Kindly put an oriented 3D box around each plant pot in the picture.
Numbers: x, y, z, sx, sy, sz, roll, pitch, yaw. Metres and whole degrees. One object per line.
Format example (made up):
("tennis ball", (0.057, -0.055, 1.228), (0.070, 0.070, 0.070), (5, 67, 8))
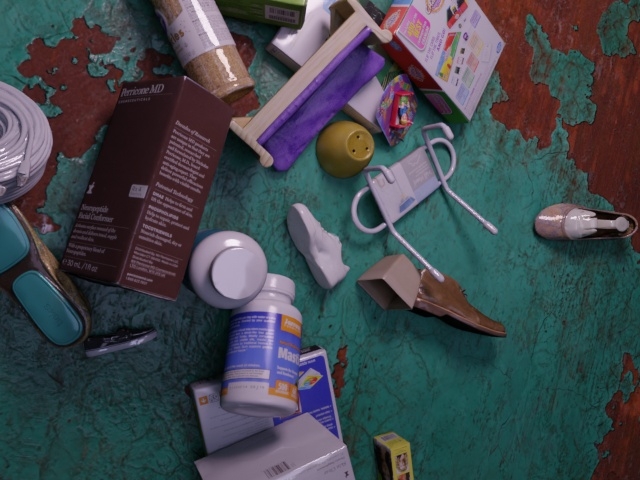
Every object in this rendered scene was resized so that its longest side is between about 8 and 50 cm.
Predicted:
("plant pot", (0.069, -0.210, 1.282), (0.134, 0.095, 0.134), (-1, 92, -22))
("plant pot", (0.172, 0.092, 1.338), (0.109, 0.109, 0.096), (45, 64, -18))

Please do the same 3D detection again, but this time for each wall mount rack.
("wall mount rack", (0.253, -0.090, 1.331), (0.350, 0.131, 0.304), (-37, 111, -23))

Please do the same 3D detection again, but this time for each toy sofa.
("toy sofa", (-0.016, -0.306, 1.169), (0.362, 0.150, 0.177), (-46, 110, 2))

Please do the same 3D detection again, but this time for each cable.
("cable", (-0.595, -0.173, 0.962), (0.257, 0.089, 0.257), (16, 49, -12))

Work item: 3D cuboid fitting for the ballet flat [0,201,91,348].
("ballet flat", (-0.541, 0.045, 1.042), (0.123, 0.123, 0.348), (-36, 101, -16))

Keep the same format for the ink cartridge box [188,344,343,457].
("ink cartridge box", (-0.107, 0.421, 1.259), (0.304, 0.072, 0.306), (-13, 99, -22))

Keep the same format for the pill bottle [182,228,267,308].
("pill bottle", (-0.191, 0.052, 1.099), (0.146, 0.264, 0.146), (-1, 93, -21))

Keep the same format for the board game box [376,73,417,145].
("board game box", (0.192, -0.297, 1.310), (0.133, 0.033, 0.168), (-57, 146, -11))

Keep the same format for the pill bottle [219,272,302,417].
("pill bottle", (-0.115, 0.211, 1.161), (0.153, 0.152, 0.271), (15, 61, -22))

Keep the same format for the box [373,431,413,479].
("box", (0.183, 0.591, 1.371), (0.058, 0.087, 0.232), (-10, 95, -23))

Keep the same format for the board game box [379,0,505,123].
("board game box", (0.289, -0.463, 1.320), (0.317, 0.064, 0.242), (36, 75, -36))

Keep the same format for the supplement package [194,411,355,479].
("supplement package", (-0.086, 0.486, 1.125), (0.262, 0.204, 0.145), (-18, 100, -21))

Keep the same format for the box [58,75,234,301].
("box", (-0.314, -0.096, 1.043), (0.143, 0.191, 0.380), (30, 71, -51))

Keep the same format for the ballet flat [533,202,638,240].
("ballet flat", (0.735, -0.049, 1.549), (0.316, 0.106, 0.107), (-2, 93, -21))

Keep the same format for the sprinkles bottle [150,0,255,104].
("sprinkles bottle", (-0.256, -0.439, 1.113), (0.121, 0.121, 0.355), (-29, 98, -18))

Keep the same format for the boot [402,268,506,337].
("boot", (0.347, 0.160, 1.411), (0.306, 0.112, 0.115), (25, 73, -19))

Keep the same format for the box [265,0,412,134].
("box", (0.068, -0.429, 1.292), (0.322, 0.058, 0.232), (34, 80, -21))

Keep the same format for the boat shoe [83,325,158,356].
("boat shoe", (-0.401, 0.195, 1.139), (0.142, 0.049, 0.040), (-14, 97, -18))

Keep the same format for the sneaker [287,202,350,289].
("sneaker", (0.000, 0.000, 1.285), (0.094, 0.080, 0.212), (-35, 112, -29))

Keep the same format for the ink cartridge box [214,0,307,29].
("ink cartridge box", (-0.104, -0.590, 1.171), (0.189, 0.097, 0.254), (10, 81, -4))
